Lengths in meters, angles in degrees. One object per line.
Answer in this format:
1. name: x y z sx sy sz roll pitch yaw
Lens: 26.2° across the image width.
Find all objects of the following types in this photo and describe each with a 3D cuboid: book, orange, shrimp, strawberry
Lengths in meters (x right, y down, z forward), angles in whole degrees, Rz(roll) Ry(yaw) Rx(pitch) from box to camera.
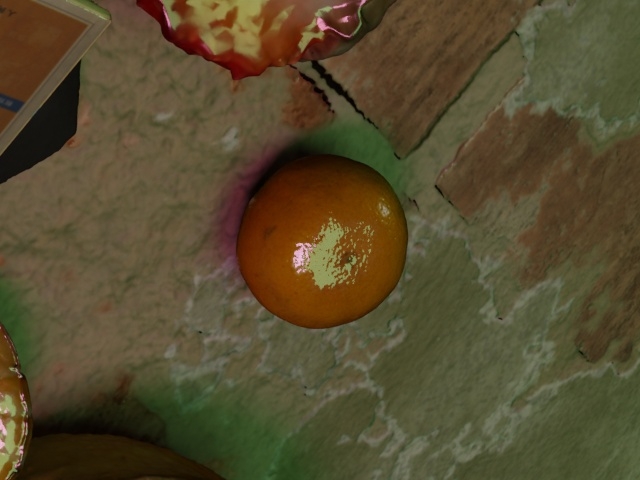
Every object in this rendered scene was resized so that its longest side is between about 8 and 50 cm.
1. book: -0.274 -0.097 0.908 0.170 0.018 0.242 20 128 -39
2. orange: 0.000 0.000 1.210 0.156 0.124 0.156 -7 106 -24
3. shrimp: -0.352 0.117 1.031 0.262 0.051 0.198 -7 95 -8
4. strawberry: -0.063 -0.278 0.988 0.336 0.149 0.265 33 99 -36

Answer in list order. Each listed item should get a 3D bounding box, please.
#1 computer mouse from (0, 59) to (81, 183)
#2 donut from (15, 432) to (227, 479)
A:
1. computer mouse: -0.242 -0.151 0.939 0.168 0.087 0.295 -21 129 -26
2. donut: -0.227 0.326 1.191 0.435 0.163 0.377 -27 128 -23
